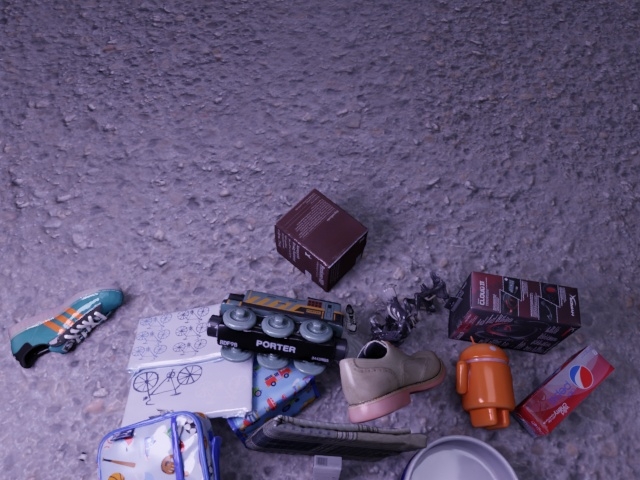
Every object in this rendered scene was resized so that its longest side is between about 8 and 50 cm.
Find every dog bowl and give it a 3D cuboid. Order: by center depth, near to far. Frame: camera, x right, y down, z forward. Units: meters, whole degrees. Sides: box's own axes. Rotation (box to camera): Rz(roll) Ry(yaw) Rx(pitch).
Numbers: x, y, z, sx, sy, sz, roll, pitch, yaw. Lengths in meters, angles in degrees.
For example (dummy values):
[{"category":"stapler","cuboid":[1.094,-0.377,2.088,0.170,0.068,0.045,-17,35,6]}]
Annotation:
[{"category":"dog bowl","cuboid":[0.314,0.585,1.138,0.265,0.104,0.264,1,61,-1]}]

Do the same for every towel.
[{"category":"towel","cuboid":[0.023,0.421,1.078,0.325,0.312,0.056,12,59,-12]}]

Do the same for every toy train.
[{"category":"toy train","cuboid":[-0.096,0.208,1.205,0.334,0.142,0.190,9,26,2]}]

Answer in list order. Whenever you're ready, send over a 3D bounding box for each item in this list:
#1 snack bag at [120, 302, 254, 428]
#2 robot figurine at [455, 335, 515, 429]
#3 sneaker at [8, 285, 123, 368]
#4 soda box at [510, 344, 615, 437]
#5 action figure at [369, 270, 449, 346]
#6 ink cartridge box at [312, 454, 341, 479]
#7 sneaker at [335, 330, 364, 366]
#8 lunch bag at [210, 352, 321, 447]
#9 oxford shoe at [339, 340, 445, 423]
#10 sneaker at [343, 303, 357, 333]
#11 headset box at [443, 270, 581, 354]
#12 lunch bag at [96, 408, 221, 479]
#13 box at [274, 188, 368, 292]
[{"category":"snack bag","cuboid":[-0.320,0.297,1.234,0.324,0.037,0.342,-10,41,3]},{"category":"robot figurine","cuboid":[0.412,0.353,1.258,0.158,0.128,0.219,0,60,6]},{"category":"sneaker","cuboid":[-0.648,0.228,1.313,0.302,0.108,0.121,-27,65,-7]},{"category":"soda box","cuboid":[0.610,0.380,1.271,0.263,0.092,0.083,-33,68,-19]},{"category":"action figure","cuboid":[0.204,0.190,1.333,0.276,0.164,0.141,-32,76,-28]},{"category":"ink cartridge box","cuboid":[0.013,0.528,1.158,0.063,0.115,0.029,4,49,0]},{"category":"sneaker","cuboid":[0.040,0.272,1.323,0.090,0.094,0.235,-33,47,-13]},{"category":"lunch bag","cuboid":[-0.175,0.323,1.276,0.221,0.138,0.293,-31,54,-16]},{"category":"oxford shoe","cuboid":[0.178,0.290,1.166,0.141,0.397,0.146,-26,77,28]},{"category":"sneaker","cuboid":[0.081,0.213,1.379,0.032,0.037,0.083,-11,63,-10]},{"category":"headset box","cuboid":[0.473,0.189,1.302,0.294,0.218,0.110,9,60,3]},{"category":"lunch bag","cuboid":[-0.315,0.498,1.019,0.243,0.115,0.303,-15,69,3]},{"category":"box","cuboid":[0.000,0.000,1.421,0.203,0.168,0.167,39,66,19]}]
